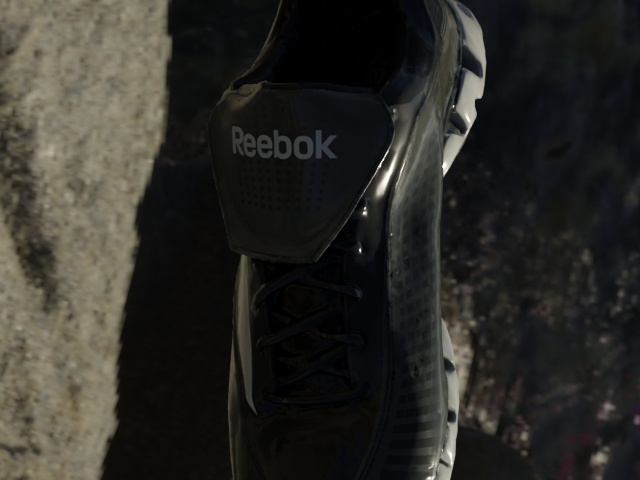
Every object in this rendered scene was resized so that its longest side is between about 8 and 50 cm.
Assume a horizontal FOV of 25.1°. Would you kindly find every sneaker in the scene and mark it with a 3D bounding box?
[{"bbox_3d":[0.000,0.000,0.454,0.106,0.078,0.234,47,47,-58],"label":"sneaker"}]
